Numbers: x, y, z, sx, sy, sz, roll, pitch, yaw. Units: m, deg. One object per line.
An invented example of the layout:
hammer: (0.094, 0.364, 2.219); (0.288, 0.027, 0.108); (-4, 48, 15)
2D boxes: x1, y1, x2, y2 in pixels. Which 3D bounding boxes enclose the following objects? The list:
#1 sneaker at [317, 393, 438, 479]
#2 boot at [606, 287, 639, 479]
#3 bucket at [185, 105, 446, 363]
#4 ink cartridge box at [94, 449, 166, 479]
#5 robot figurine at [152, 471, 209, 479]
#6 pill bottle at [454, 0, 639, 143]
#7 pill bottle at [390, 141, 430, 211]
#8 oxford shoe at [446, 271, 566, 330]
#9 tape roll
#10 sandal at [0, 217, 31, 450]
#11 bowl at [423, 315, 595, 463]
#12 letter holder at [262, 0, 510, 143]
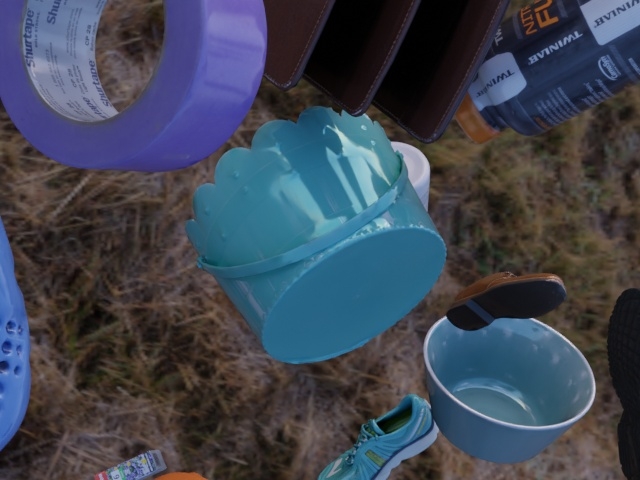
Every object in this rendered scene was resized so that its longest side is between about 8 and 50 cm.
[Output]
sneaker: (0.099, 0.396, 2.010); (0.275, 0.107, 0.110); (-38, 129, -7)
boot: (0.416, 0.159, 1.165); (0.161, 0.083, 0.247); (-10, 104, -10)
bucket: (0.000, 0.000, 1.214); (0.281, 0.183, 0.281); (-23, 148, -15)
ink cartridge box: (-0.258, 0.302, 1.318); (0.115, 0.063, 0.029); (-24, 79, -1)
robot figurine: (-0.151, 0.307, 0.994); (0.158, 0.128, 0.219); (60, 24, -2)
pill bottle: (0.254, -0.195, 1.106); (0.130, 0.245, 0.130); (43, 31, -34)
pill bottle: (0.122, -0.049, 1.813); (0.131, 0.131, 0.229); (-45, 151, -31)
oxford shoe: (0.274, 0.072, 1.520); (0.076, 0.212, 0.076); (46, 54, -21)
tape roll: (-0.137, -0.143, 0.733); (0.080, 0.188, 0.189); (-5, 96, -62)
sandal: (-0.192, -0.053, 0.382); (0.126, 0.138, 0.318); (-28, 102, -35)
bowl: (0.323, 0.283, 1.879); (0.311, 0.311, 0.163); (-24, 138, -39)
letter holder: (0.070, -0.272, 1.018); (0.152, 0.214, 0.302); (6, 116, -38)
